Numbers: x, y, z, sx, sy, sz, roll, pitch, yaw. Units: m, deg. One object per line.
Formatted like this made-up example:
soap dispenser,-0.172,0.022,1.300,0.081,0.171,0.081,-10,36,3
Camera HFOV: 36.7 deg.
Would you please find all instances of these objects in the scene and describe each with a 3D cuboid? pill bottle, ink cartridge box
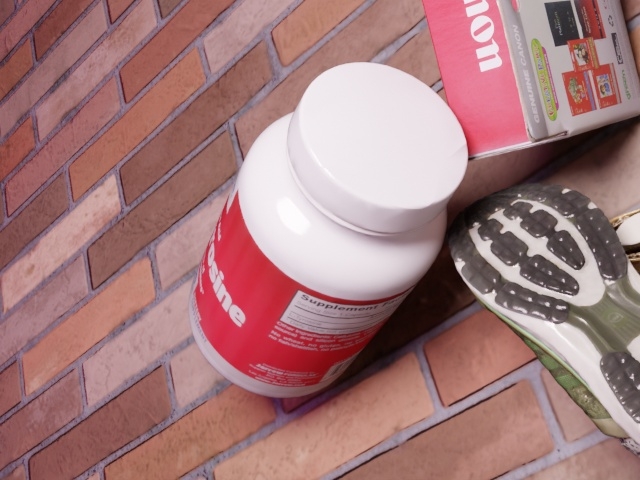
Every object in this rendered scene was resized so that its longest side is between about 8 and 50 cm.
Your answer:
pill bottle,0.000,0.000,1.076,0.407,0.229,0.229,121,142,-53
ink cartridge box,0.189,-0.250,0.978,0.130,0.272,0.309,-12,95,41

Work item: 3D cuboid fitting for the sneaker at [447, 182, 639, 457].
sneaker,0.261,0.104,0.936,0.158,0.182,0.410,-28,46,-10

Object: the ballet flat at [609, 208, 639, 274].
ballet flat,0.373,-0.018,0.943,0.232,0.073,0.080,-26,59,35
